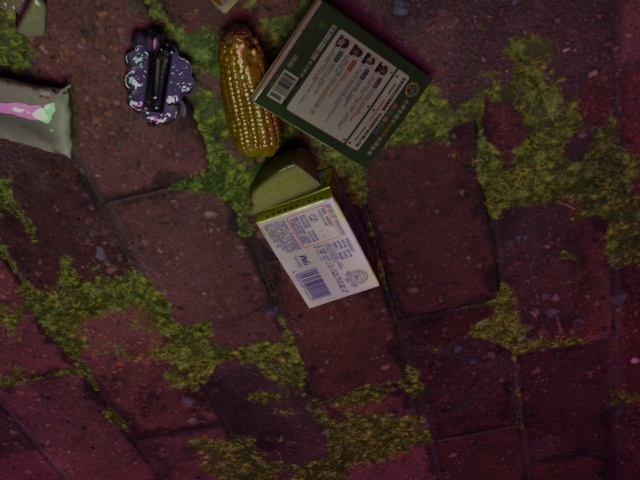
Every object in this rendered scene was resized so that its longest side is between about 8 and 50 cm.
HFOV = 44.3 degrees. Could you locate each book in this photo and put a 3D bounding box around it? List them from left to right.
[{"bbox_3d":[0.040,-0.260,1.342,0.264,0.027,0.202,26,108,-33],"label":"book"}]

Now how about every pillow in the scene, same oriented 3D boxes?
[{"bbox_3d":[-0.560,-0.220,1.364,0.254,0.078,0.144,7,130,-10],"label":"pillow"}]

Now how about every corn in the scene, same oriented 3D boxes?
[{"bbox_3d":[-0.122,-0.247,1.360,0.097,0.097,0.262,-6,129,2],"label":"corn"}]

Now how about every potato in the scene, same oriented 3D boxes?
[{"bbox_3d":[-0.090,-0.124,1.444,0.149,0.081,0.120,-23,156,13],"label":"potato"}]

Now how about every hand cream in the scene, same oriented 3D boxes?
[{"bbox_3d":[-0.179,-0.408,1.263,0.035,0.022,0.102,-41,126,18],"label":"hand cream"}]

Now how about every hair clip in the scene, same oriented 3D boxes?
[{"bbox_3d":[-0.278,-0.273,1.356,0.124,0.052,0.195,9,135,-4],"label":"hair clip"}]

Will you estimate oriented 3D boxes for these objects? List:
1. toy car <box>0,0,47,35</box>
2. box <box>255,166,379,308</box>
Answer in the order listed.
[{"bbox_3d":[-0.408,-0.473,1.049,0.226,0.242,0.336,21,129,-38],"label":"toy car"},{"bbox_3d":[0.000,0.000,1.576,0.168,0.097,0.265,-20,130,14],"label":"box"}]
